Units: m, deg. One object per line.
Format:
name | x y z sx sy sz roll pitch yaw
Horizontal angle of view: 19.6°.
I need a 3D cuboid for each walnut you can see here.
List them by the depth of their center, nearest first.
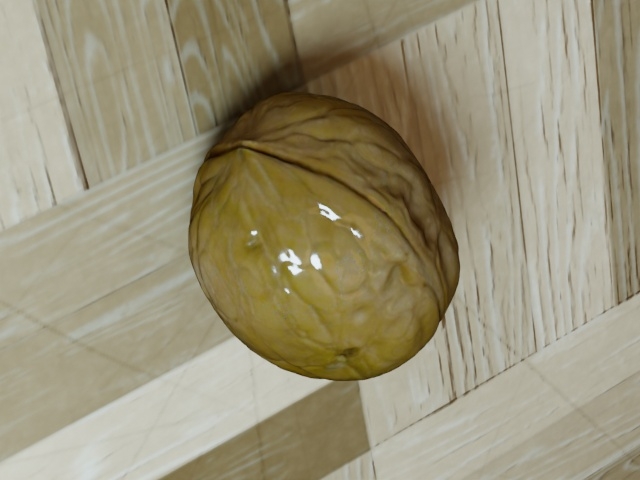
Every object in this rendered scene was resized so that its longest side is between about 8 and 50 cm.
walnut | 0.000 0.000 1.206 0.167 0.167 0.207 -44 131 -8
